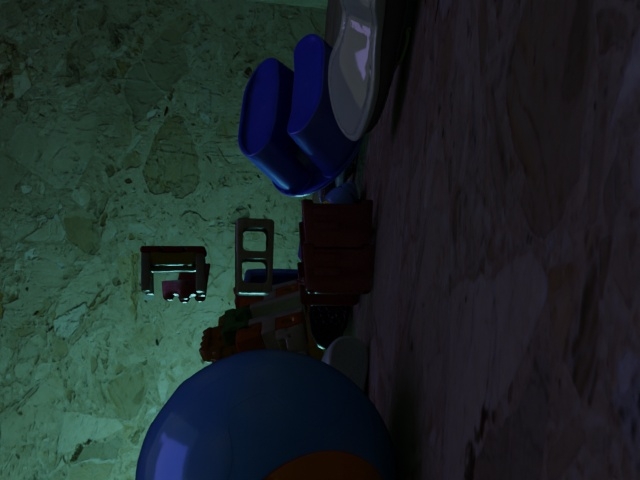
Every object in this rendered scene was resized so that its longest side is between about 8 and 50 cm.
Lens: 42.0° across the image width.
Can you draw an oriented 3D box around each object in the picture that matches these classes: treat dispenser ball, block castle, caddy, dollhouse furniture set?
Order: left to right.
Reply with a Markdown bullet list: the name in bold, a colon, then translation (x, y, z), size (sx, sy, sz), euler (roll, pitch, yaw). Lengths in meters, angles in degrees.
- **dollhouse furniture set**: translation (-0.102, 0.023, 1.397), size (0.201, 0.374, 0.152), euler (119, 152, -78)
- **treat dispenser ball**: translation (-0.058, 0.265, 0.924), size (0.288, 0.288, 0.288), euler (-175, 90, -87)
- **block castle**: translation (-0.101, 0.278, 1.649), size (0.453, 0.212, 0.303), euler (-95, -9, -72)
- **caddy**: translation (-0.026, -0.250, 1.712), size (0.179, 0.241, 0.341), euler (38, -138, -38)

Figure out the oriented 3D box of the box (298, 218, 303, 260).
- **box**: translation (0.017, 0.039, 1.597), size (0.179, 0.043, 0.105), euler (47, 142, 42)

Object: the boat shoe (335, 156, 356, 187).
- **boat shoe**: translation (0.056, -0.159, 1.793), size (0.142, 0.040, 0.049), euler (98, 166, -51)

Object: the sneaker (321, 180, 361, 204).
- **sneaker**: translation (0.052, -0.057, 1.625), size (0.082, 0.069, 0.209), euler (-50, -14, -8)

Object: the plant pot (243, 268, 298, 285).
- **plant pot**: translation (-0.103, 0.235, 2.397), size (0.236, 0.235, 0.212), euler (-89, -1, -46)

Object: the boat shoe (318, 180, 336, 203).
- **boat shoe**: translation (0.037, -0.075, 1.870), size (0.066, 0.066, 0.183), euler (130, 135, -76)

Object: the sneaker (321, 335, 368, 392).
- **sneaker**: translation (0.015, 0.291, 1.291), size (0.151, 0.094, 0.256), euler (112, 173, -60)

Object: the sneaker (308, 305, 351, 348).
- **sneaker**: translation (0.033, 0.122, 1.665), size (0.097, 0.084, 0.235), euler (60, -155, -47)

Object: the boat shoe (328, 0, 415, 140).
- **boat shoe**: translation (0.077, -0.278, 1.161), size (0.109, 0.091, 0.305), euler (43, 143, 36)

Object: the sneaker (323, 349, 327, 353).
- **sneaker**: translation (0.012, 0.192, 1.908), size (0.059, 0.053, 0.144), euler (140, 136, -88)
